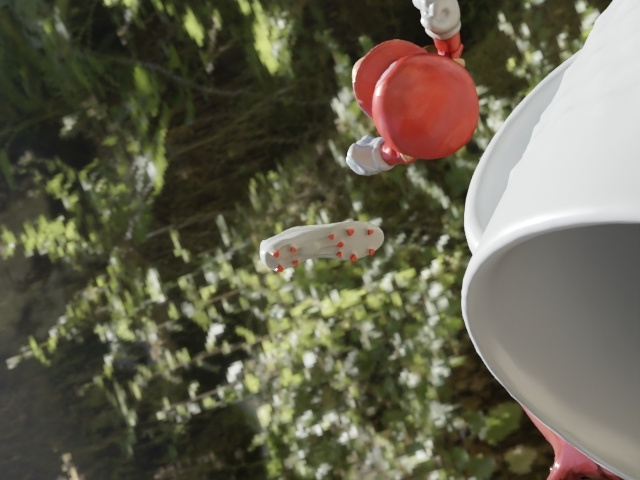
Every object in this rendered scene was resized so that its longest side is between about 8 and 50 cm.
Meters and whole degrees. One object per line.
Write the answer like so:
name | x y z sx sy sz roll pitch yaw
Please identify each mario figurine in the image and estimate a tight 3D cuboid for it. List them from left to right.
mario figurine | 0.094 -0.182 1.267 0.320 0.170 0.198 -34 -66 -80

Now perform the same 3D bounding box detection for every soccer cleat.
soccer cleat | 0.000 0.000 1.694 0.076 0.196 0.068 -120 22 -60

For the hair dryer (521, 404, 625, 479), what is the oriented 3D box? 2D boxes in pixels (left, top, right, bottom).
hair dryer | 0.228 0.237 1.054 0.080 0.224 0.293 45 -148 -32

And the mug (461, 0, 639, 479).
mug | 0.227 -0.051 0.536 0.276 0.374 0.328 44 -117 -27
